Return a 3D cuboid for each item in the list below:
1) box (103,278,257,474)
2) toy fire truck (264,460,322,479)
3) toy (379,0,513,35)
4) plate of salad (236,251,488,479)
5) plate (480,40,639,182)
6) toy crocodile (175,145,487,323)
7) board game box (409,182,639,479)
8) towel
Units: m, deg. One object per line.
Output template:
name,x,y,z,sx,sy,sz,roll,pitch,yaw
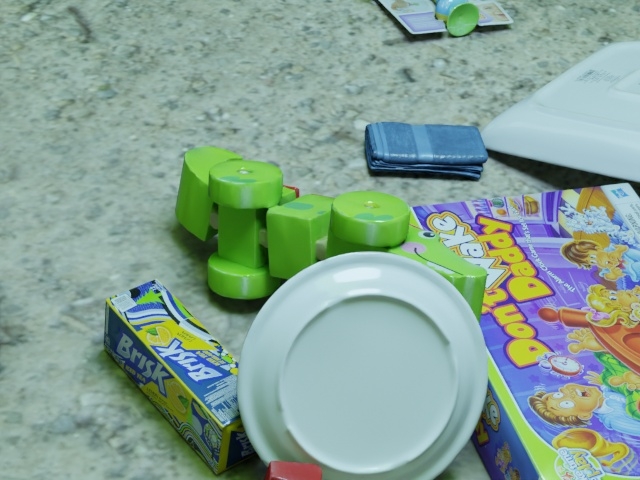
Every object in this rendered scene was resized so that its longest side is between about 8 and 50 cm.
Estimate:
box,-0.109,0.107,1.167,0.054,0.059,0.169,-22,49,-32
toy fire truck,0.052,0.227,1.051,0.192,0.047,0.135,14,18,-12
toy,0.120,-0.327,1.718,0.137,0.056,0.237,-10,44,-23
plate of salad,0.032,0.106,1.118,0.200,0.199,0.048,-3,9,-13
plate,0.344,-0.144,1.488,0.278,0.045,0.277,16,37,39
toy crocodile,0.000,0.000,1.237,0.341,0.115,0.105,19,28,35
board game box,0.226,0.098,1.222,0.233,0.078,0.347,-7,43,-17
towel,0.106,-0.093,1.462,0.120,0.029,0.067,1,41,-7
